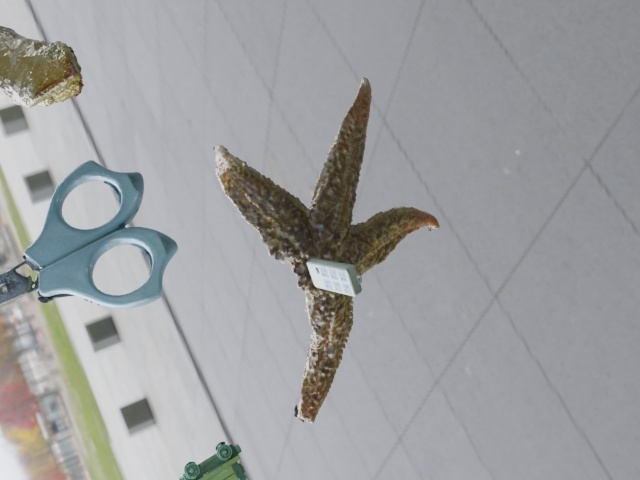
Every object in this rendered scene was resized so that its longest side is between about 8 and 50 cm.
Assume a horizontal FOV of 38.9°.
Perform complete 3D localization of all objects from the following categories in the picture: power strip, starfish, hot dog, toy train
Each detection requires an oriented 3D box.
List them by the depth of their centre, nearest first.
[{"bbox_3d":[-0.297,-0.169,0.908,0.168,0.078,0.061,21,173,22],"label":"hot dog"},{"bbox_3d":[0.017,0.046,1.149,0.090,0.016,0.040,10,124,49],"label":"power strip"},{"bbox_3d":[0.004,-0.002,1.334,0.398,0.384,0.132,52,153,-16],"label":"starfish"},{"bbox_3d":[-0.186,0.409,1.589,0.081,0.122,0.050,58,165,16],"label":"toy train"}]

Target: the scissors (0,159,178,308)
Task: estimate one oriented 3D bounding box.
[{"bbox_3d":[-0.345,0.047,1.040,0.191,0.360,0.029,60,171,14],"label":"scissors"}]
